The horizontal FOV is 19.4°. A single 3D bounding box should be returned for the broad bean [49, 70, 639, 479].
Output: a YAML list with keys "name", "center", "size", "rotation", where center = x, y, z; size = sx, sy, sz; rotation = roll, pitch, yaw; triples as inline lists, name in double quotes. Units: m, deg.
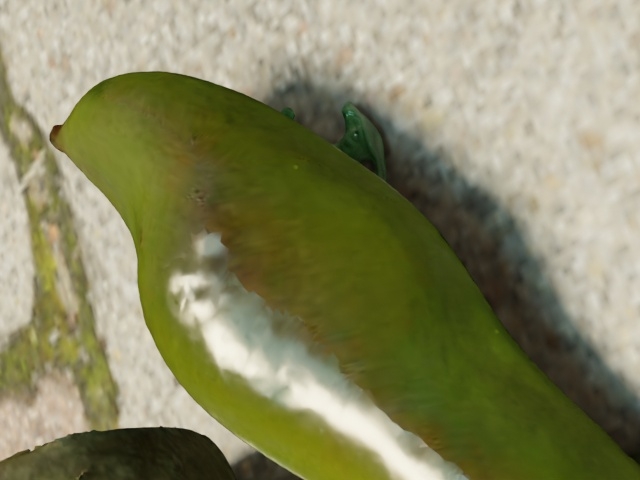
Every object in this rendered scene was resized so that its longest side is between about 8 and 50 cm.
- name: "broad bean"
  center: [0.037, 0.046, 0.487]
  size: [0.325, 0.067, 0.075]
  rotation: [36, 120, 28]

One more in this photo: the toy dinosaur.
- name: "toy dinosaur"
  center: [0.000, 0.000, 0.561]
  size: [0.062, 0.021, 0.083]
  rotation: [-26, 73, 31]

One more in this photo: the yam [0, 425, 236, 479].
- name: "yam"
  center: [-0.053, 0.184, 0.531]
  size: [0.161, 0.161, 0.268]
  rotation: [-47, 60, 38]
